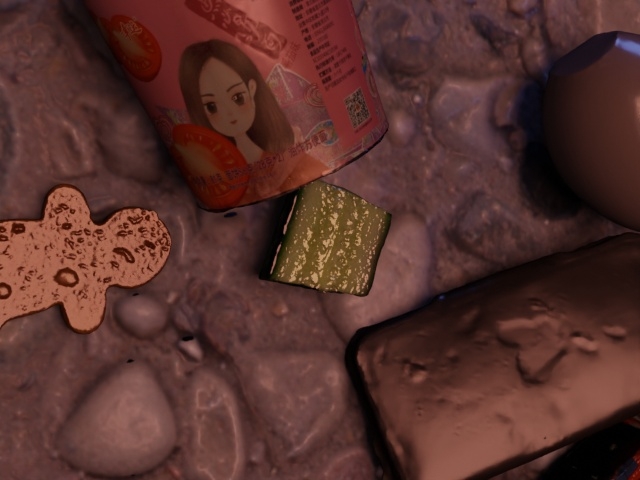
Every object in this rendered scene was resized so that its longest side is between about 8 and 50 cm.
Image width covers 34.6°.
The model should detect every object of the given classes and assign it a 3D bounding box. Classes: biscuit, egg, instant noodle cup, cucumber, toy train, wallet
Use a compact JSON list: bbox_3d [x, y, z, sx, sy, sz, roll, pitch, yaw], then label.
[{"bbox_3d":[-0.235,0.020,0.930,0.205,0.031,0.138,-14,96,-23],"label":"biscuit"},{"bbox_3d":[0.339,-0.109,1.104,0.176,0.176,0.232,-46,115,-17],"label":"egg"},{"bbox_3d":[-0.068,-0.171,0.905,0.243,0.243,0.231,-30,109,-21],"label":"instant noodle cup"},{"bbox_3d":[0.000,0.000,1.018,0.116,0.062,0.115,22,83,-29],"label":"cucumber"},{"bbox_3d":[0.222,0.352,1.102,0.409,0.086,0.089,-39,111,-19],"label":"toy train"},{"bbox_3d":[0.217,0.126,1.077,0.377,0.051,0.197,-20,79,-14],"label":"wallet"}]

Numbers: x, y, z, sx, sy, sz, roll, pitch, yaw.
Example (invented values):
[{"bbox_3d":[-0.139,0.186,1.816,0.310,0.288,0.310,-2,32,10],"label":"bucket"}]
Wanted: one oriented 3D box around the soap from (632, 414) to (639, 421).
[{"bbox_3d":[0.379,0.175,1.163,0.149,0.100,0.056,40,73,-18],"label":"soap"}]
